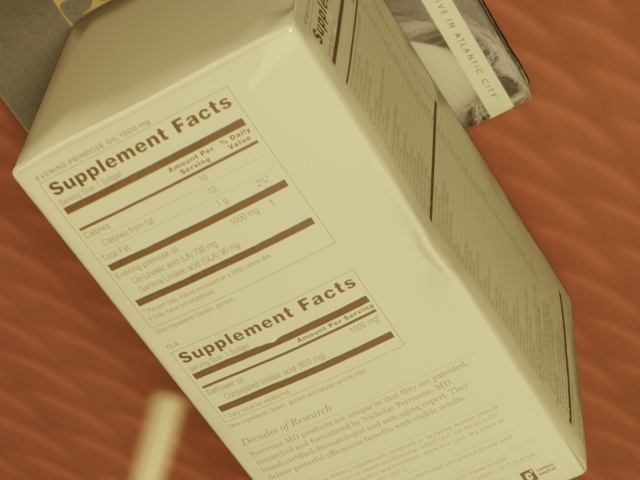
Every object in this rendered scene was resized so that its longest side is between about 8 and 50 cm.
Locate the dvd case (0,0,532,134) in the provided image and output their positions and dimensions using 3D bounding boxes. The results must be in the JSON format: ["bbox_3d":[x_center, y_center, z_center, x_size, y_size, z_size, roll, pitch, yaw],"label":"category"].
[{"bbox_3d":[-0.038,-0.086,0.813,0.221,0.018,0.164,-25,117,19],"label":"dvd case"}]

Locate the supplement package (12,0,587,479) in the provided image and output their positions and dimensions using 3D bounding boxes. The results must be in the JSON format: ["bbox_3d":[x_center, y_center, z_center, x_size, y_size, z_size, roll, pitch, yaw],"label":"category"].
[{"bbox_3d":[0.000,0.000,0.772,0.134,0.139,0.244,-26,117,19],"label":"supplement package"}]
